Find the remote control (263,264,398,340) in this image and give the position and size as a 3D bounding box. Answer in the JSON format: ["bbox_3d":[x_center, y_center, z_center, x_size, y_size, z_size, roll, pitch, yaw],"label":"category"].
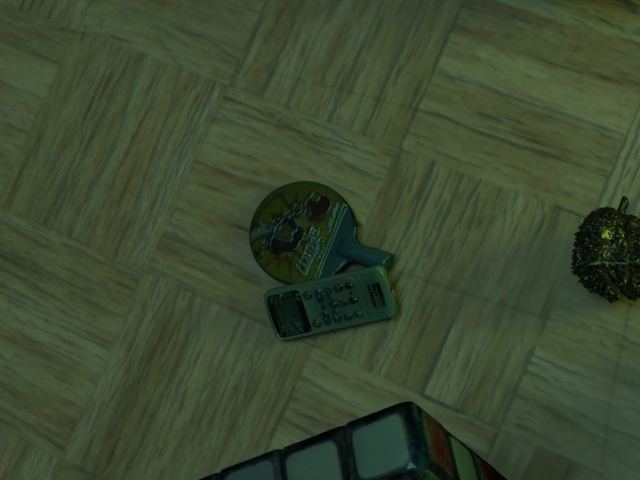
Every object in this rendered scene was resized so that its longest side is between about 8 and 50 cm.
[{"bbox_3d":[0.009,0.058,1.577,0.124,0.018,0.053,-12,104,22],"label":"remote control"}]

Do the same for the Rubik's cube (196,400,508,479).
[{"bbox_3d":[0.030,0.335,1.327,0.293,0.287,0.292,-25,55,17],"label":"Rubik's cube"}]

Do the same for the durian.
[{"bbox_3d":[0.252,0.008,1.452,0.080,0.080,0.091,12,88,27],"label":"durian"}]

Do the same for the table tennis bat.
[{"bbox_3d":[0.000,0.000,1.606,0.155,0.019,0.100,21,85,30],"label":"table tennis bat"}]
